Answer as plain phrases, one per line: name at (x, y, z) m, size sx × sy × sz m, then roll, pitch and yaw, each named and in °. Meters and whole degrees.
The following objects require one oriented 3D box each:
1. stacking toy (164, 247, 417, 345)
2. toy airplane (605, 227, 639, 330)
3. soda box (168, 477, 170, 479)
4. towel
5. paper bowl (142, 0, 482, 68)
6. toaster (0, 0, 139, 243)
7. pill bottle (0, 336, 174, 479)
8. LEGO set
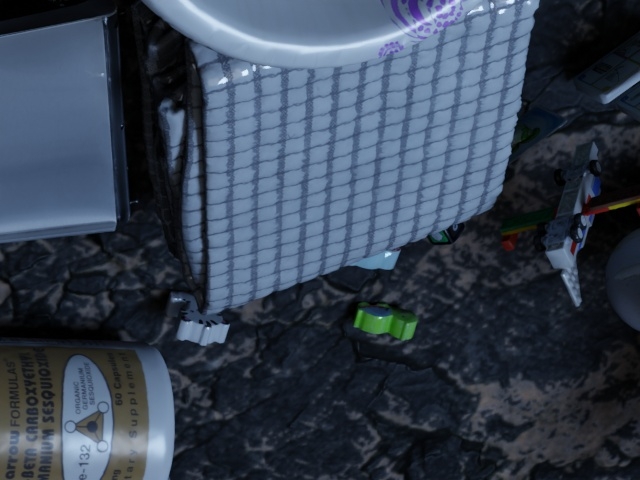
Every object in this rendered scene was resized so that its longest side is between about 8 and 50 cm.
stacking toy at (0.000, 0.000, 1.461) m, size 0.221 × 0.052 × 0.167 m, roll 4°, pitch 119°, yaw -25°
toy airplane at (0.344, 0.072, 1.461) m, size 0.272 × 0.384 × 0.386 m, roll 12°, pitch 141°, yaw 23°
soda box at (-0.194, 0.312, 1.554) m, size 0.091 × 0.098 × 0.286 m, roll 7°, pitch 117°, yaw -26°
towel at (0.001, -0.091, 1.263) m, size 0.235 × 0.121 × 0.284 m, roll -18°, pitch 150°, yaw -12°
paper bowl at (-0.008, -0.246, 1.034) m, size 0.284 × 0.148 × 0.284 m, roll -11°, pitch 121°, yaw -18°
toaster at (-0.187, -0.097, 1.254) m, size 0.110 × 0.168 × 0.186 m, roll -9°, pitch 123°, yaw -14°
pill bottle at (-0.232, 0.135, 1.403) m, size 0.229 × 0.131 × 0.131 m, roll 3°, pitch 119°, yaw -24°
LEGO set at (0.197, -0.053, 1.403) m, size 0.244 × 0.182 × 0.060 m, roll -35°, pitch 117°, yaw -8°
